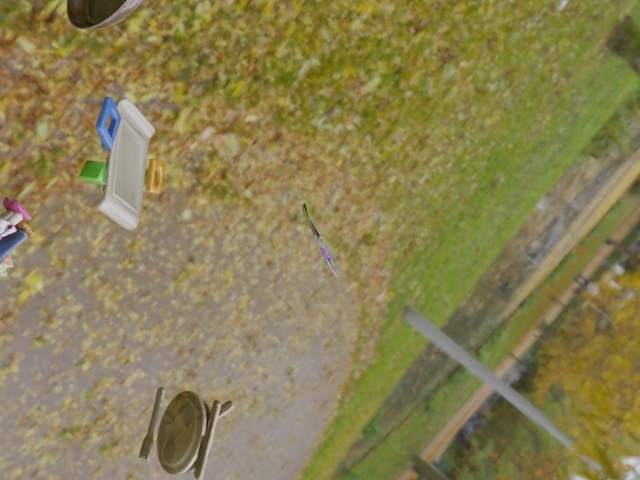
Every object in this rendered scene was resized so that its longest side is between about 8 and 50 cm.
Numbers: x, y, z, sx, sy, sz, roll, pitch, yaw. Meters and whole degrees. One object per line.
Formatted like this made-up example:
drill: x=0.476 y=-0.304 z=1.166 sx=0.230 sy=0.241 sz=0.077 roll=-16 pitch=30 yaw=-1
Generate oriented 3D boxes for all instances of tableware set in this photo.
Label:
tableware set: x=-0.147 y=0.254 z=0.969 sx=0.039 sy=0.128 sz=0.194 roll=20 pitch=78 yaw=-36

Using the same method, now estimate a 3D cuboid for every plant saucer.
plant saucer: x=-0.257 y=-0.336 z=1.188 sx=0.168 sy=0.168 sz=0.029 roll=-51 pitch=136 yaw=7

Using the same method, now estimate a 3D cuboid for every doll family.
doll family: x=-0.478 y=0.024 z=1.266 sx=0.163 sy=0.263 sz=0.118 roll=-44 pitch=122 yaw=-22

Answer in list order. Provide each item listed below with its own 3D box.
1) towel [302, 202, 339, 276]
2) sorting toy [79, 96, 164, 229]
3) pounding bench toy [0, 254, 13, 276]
towel: x=0.000 y=0.000 z=1.086 sx=0.009 sy=0.060 sz=0.083 roll=-25 pitch=138 yaw=0
sorting toy: x=-0.347 y=-0.130 z=1.628 sx=0.347 sy=0.047 sz=0.195 roll=62 pitch=36 yaw=-76
pounding bench toy: x=-0.556 y=0.034 z=1.602 sx=0.065 sy=0.052 sz=0.083 roll=-34 pitch=159 yaw=24
